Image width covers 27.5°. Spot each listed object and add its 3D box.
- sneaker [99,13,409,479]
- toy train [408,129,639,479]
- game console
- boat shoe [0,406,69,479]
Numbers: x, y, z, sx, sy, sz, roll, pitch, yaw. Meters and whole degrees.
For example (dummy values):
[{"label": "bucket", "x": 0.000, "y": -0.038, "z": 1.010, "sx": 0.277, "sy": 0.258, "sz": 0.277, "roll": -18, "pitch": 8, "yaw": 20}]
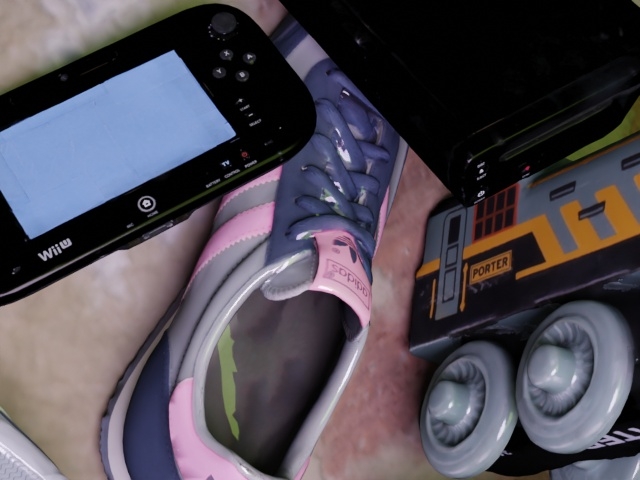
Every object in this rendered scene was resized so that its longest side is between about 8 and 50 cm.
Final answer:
[{"label": "sneaker", "x": 0.000, "y": 0.000, "z": 0.677, "sx": 0.112, "sy": 0.131, "sz": 0.319, "roll": 28, "pitch": 72, "yaw": -25}, {"label": "toy train", "x": 0.168, "y": 0.028, "z": 0.676, "sx": 0.142, "sy": 0.334, "sz": 0.190, "roll": 19, "pitch": 64, "yaw": -27}, {"label": "game console", "x": -0.027, "y": -0.071, "z": 0.644, "sx": 0.361, "sy": 0.213, "sz": 0.044, "roll": -29, "pitch": 145, "yaw": -15}, {"label": "boat shoe", "x": -0.169, "y": 0.099, "z": 0.604, "sx": 0.083, "sy": 0.076, "sz": 0.226, "roll": -30, "pitch": 105, "yaw": -3}]
